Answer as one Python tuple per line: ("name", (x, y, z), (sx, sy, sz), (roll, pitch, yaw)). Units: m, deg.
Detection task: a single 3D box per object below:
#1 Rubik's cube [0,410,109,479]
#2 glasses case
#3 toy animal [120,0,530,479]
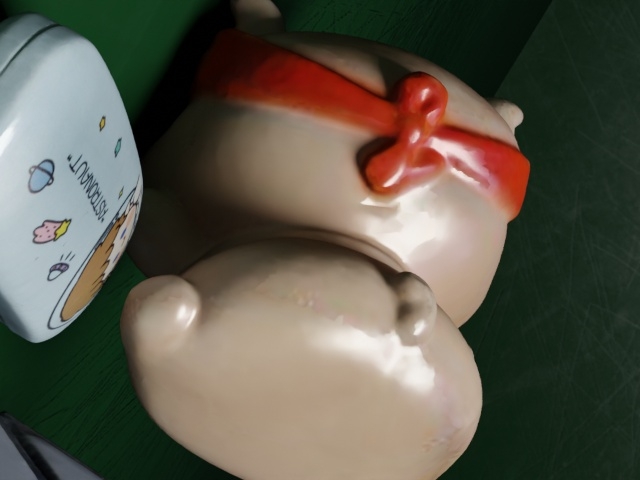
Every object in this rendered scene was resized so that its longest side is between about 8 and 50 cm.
("Rubik's cube", (-0.113, 0.227, 0.514), (0.259, 0.255, 0.260), (-58, 173, 9))
("glasses case", (-0.088, -0.014, 0.491), (0.067, 0.045, 0.178), (-57, 173, -14))
("toy animal", (0.000, 0.000, 0.633), (0.171, 0.171, 0.197), (113, -8, -51))
